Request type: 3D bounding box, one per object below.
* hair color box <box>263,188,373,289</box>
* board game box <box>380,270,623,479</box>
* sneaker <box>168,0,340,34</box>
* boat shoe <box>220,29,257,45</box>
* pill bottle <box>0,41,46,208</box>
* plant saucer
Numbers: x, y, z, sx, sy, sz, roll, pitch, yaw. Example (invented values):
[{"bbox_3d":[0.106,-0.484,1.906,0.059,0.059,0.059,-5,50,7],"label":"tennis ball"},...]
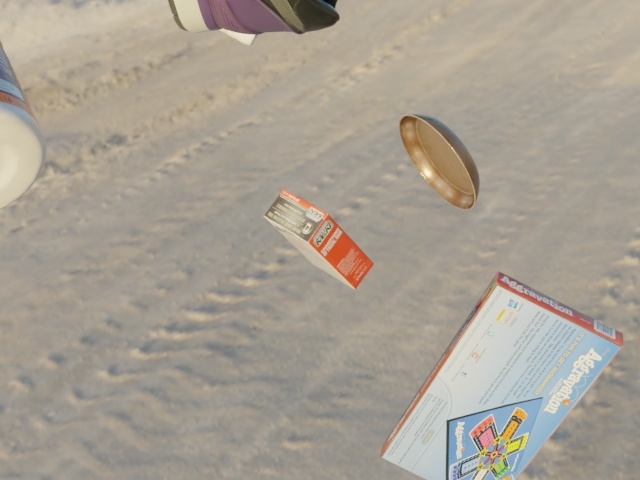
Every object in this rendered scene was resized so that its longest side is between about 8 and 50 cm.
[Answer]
[{"bbox_3d":[0.000,0.000,1.485,0.093,0.167,0.053,31,82,35],"label":"hair color box"},{"bbox_3d":[0.188,0.171,1.116,0.145,0.281,0.027,27,34,-1],"label":"board game box"},{"bbox_3d":[-0.042,-0.231,0.620,0.124,0.283,0.107,9,66,12],"label":"sneaker"},{"bbox_3d":[-0.037,-0.335,1.329,0.277,0.096,0.098,-47,-4,-31],"label":"boat shoe"},{"bbox_3d":[-0.564,-0.238,1.496,0.224,0.224,0.392,-21,60,-17],"label":"pill bottle"},{"bbox_3d":[0.178,-0.120,1.505,0.029,0.168,0.168,-36,22,-13],"label":"plant saucer"}]
